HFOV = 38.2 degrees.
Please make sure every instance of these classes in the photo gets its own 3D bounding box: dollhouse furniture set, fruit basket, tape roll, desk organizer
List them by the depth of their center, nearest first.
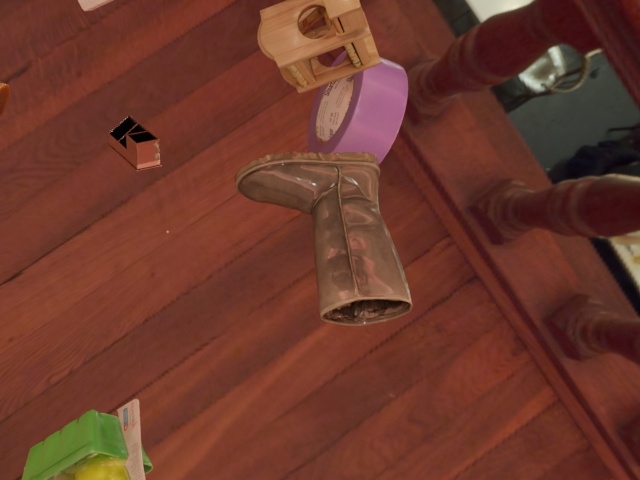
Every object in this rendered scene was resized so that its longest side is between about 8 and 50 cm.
[{"bbox_3d":[-0.024,-0.245,0.870,0.101,0.182,0.160,-19,82,7],"label":"dollhouse furniture set"},{"bbox_3d":[0.055,-0.201,1.451,0.080,0.189,0.188,18,88,-22],"label":"tape roll"},{"bbox_3d":[-0.323,-0.170,1.596,0.047,0.130,0.050,-15,124,-30],"label":"desk organizer"},{"bbox_3d":[-0.424,0.514,1.705,0.327,0.165,0.353,-34,56,23],"label":"fruit basket"}]

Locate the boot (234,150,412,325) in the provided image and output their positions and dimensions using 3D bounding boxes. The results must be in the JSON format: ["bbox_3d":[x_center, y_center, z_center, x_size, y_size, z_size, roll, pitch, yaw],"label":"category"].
[{"bbox_3d":[-0.001,-0.001,1.048,0.190,0.076,0.208,-6,63,3],"label":"boot"}]

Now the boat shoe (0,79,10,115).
[{"bbox_3d":[-0.586,-0.190,1.552,0.073,0.073,0.207,29,109,3],"label":"boat shoe"}]

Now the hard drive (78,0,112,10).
[{"bbox_3d":[-0.283,-0.515,1.440,0.319,0.040,0.210,-15,101,27],"label":"hard drive"}]
